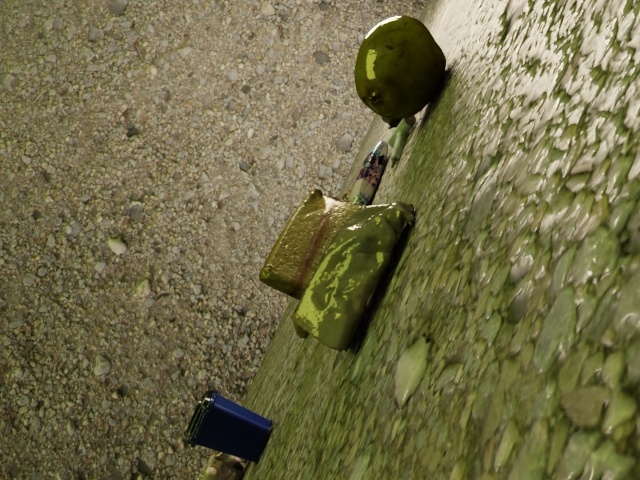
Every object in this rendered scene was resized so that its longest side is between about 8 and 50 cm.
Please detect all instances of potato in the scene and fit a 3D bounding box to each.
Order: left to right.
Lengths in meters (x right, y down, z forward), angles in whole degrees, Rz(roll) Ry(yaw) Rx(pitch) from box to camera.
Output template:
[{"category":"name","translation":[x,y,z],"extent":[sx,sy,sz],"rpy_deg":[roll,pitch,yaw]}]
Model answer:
[{"category":"potato","translation":[0.106,-0.133,2.130],"extent":[0.172,0.089,0.101],"rpy_deg":[133,160,-73]}]

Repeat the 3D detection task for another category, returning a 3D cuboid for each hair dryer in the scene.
[{"category":"hair dryer","translation":[0.231,-0.280,1.773],"extent":[0.155,0.044,0.183],"rpy_deg":[119,172,-69]}]

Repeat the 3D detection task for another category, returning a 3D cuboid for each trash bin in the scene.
[{"category":"trash bin","translation":[-0.275,0.567,1.736],"extent":[0.184,0.234,0.162],"rpy_deg":[163,131,-85]}]

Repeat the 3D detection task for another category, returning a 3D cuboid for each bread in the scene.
[{"category":"bread","translation":[0.000,0.000,1.652],"extent":[0.362,0.233,0.245],"rpy_deg":[-65,4,-13]}]

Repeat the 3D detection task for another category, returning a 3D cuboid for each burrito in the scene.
[{"category":"burrito","translation":[0.068,0.054,1.178],"extent":[0.332,0.135,0.190],"rpy_deg":[-62,-4,-6]}]

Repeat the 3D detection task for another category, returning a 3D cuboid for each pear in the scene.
[{"category":"pear","translation":[0.221,-0.483,1.614],"extent":[0.321,0.269,0.269],"rpy_deg":[-51,-6,-41]}]

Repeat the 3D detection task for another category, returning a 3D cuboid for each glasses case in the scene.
[{"category":"glasses case","translation":[0.161,-0.212,1.983],"extent":[0.327,0.076,0.125],"rpy_deg":[-67,6,-32]}]

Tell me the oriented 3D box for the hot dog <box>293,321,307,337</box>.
[{"category":"hot dog","translation":[-0.038,0.229,1.906],"extent":[0.242,0.073,0.084],"rpy_deg":[-61,1,43]}]

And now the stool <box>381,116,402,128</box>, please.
[{"category":"stool","translation":[0.272,-0.498,2.049],"extent":[0.217,0.121,0.125],"rpy_deg":[-60,5,-6]}]

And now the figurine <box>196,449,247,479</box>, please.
[{"category":"figurine","translation":[-0.306,0.735,1.901],"extent":[0.276,0.133,0.200],"rpy_deg":[-59,-8,8]}]
